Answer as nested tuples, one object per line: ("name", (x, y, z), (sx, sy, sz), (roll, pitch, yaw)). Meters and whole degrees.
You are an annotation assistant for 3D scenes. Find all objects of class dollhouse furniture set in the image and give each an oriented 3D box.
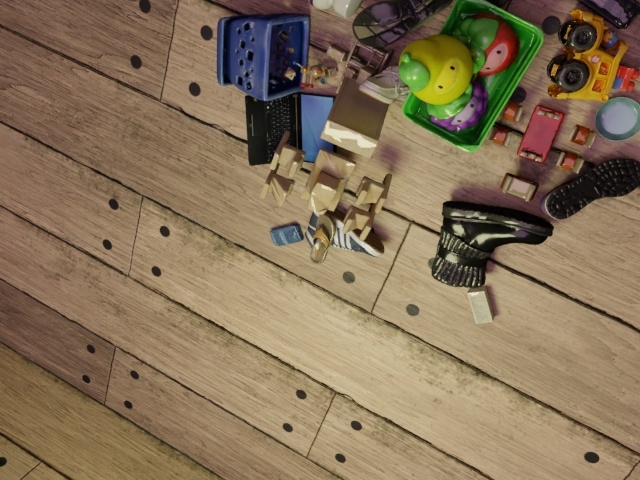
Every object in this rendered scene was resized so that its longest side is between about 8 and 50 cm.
("dollhouse furniture set", (0.058, -0.266, 1.926), (0.362, 0.256, 0.394), (22, 137, -3))
("dollhouse furniture set", (0.098, -0.545, 1.813), (0.182, 0.161, 0.101), (31, 121, 8))
("dollhouse furniture set", (0.601, -0.249, 1.760), (0.262, 0.135, 0.259), (23, 108, 14))

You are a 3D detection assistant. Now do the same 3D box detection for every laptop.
("laptop", (-0.094, -0.349, 1.996), (0.265, 0.136, 0.234), (-8, 114, -17))

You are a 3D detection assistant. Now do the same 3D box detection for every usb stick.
("usb stick", (0.679, -0.641, 1.577), (0.278, 0.045, 0.077), (38, 115, 5))

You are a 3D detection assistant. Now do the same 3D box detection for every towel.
("towel", (-0.121, -0.017, 2.223), (0.120, 0.029, 0.067), (-13, 107, 28))

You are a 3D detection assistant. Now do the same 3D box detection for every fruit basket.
("fruit basket", (0.366, -0.435, 1.622), (0.283, 0.392, 0.392), (32, 121, 10))

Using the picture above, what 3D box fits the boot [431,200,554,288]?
("boot", (0.515, 0.031, 1.892), (0.348, 0.131, 0.260), (13, 110, 31))

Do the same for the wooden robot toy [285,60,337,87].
("wooden robot toy", (-0.015, -0.499, 1.873), (0.079, 0.173, 0.076), (18, 108, 55))

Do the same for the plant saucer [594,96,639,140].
("plant saucer", (0.803, -0.328, 1.672), (0.120, 0.021, 0.119), (9, 116, 20))

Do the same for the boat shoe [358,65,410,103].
("boat shoe", (0.196, -0.447, 1.749), (0.098, 0.277, 0.096), (36, 117, 16))

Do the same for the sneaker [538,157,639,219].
("sneaker", (0.746, -0.153, 1.737), (0.284, 0.124, 0.107), (-22, 95, 5))

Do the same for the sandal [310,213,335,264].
("sandal", (0.000, 0.000, 2.054), (0.072, 0.049, 0.180), (24, 111, 22))

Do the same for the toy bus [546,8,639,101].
("toy bus", (0.711, -0.464, 1.593), (0.212, 0.149, 0.220), (11, 114, 5))

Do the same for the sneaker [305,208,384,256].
("sneaker", (0.074, 0.005, 2.102), (0.282, 0.099, 0.153), (36, 117, 15))

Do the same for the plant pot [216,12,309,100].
("plant pot", (-0.183, -0.574, 1.895), (0.212, 0.236, 0.235), (17, 118, 25))

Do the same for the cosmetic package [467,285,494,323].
("cosmetic package", (0.523, 0.210, 2.024), (0.060, 0.041, 0.115), (-9, 108, 28))

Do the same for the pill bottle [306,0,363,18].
("pill bottle", (-0.014, -0.767, 1.763), (0.302, 0.169, 0.169), (37, 122, 6))

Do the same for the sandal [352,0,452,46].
("sandal", (0.238, -0.638, 1.761), (0.303, 0.086, 0.120), (-21, 97, 15))

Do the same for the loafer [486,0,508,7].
("loafer", (0.405, -0.782, 1.612), (0.130, 0.134, 0.365), (-34, 95, -5))
